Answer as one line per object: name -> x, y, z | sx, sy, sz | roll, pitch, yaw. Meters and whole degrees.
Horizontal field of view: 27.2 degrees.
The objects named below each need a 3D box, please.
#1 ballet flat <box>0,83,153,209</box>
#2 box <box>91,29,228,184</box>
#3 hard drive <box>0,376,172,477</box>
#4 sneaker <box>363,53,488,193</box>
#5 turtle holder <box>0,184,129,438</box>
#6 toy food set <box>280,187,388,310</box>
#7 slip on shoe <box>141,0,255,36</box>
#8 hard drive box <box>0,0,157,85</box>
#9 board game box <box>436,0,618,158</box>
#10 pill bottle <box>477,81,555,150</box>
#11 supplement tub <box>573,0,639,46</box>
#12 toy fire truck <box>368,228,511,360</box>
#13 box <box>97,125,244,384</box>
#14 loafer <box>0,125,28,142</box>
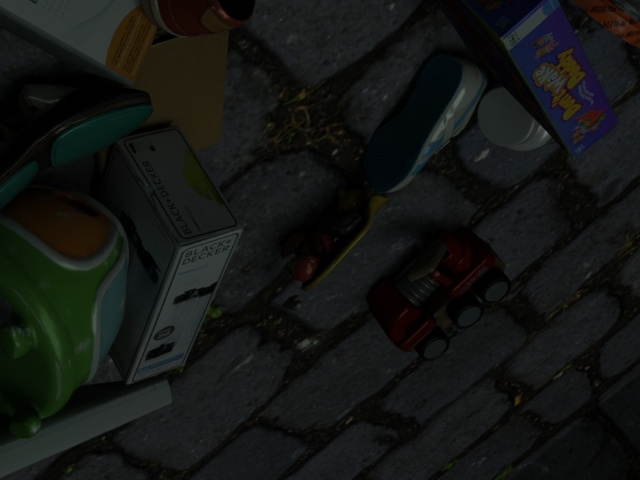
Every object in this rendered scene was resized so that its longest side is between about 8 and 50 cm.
ballet flat -> -0.305, -0.107, 1.376 | 0.280, 0.096, 0.095 | -37, 172, -29
box -> -0.184, -0.162, 1.527 | 0.164, 0.021, 0.201 | -22, 146, -24
hard drive -> -0.378, 0.236, 1.632 | 0.233, 0.047, 0.353 | -10, -177, 28
sneaker -> 0.148, -0.152, 1.828 | 0.092, 0.087, 0.228 | 0, 135, -50
turtle holder -> -0.323, 0.085, 1.497 | 0.227, 0.243, 0.320 | -46, 136, -39
toy food set -> 0.000, 0.000, 1.879 | 0.218, 0.071, 0.128 | -48, -173, -1
slip on shoe -> -0.075, -0.346, 1.215 | 0.123, 0.101, 0.331 | 9, 96, -56
hard drive box -> -0.235, -0.268, 1.197 | 0.232, 0.089, 0.181 | 25, 87, -57
board game box -> 0.227, -0.263, 1.612 | 0.078, 0.233, 0.347 | -41, 149, 6
pill bottle -> 0.297, -0.185, 1.869 | 0.112, 0.112, 0.187 | -54, 162, 27
supplement tub -> 0.454, -0.415, 1.682 | 0.194, 0.193, 0.316 | 8, 128, -51
toy fire truck -> 0.167, 0.073, 2.115 | 0.217, 0.158, 0.246 | -44, 138, 12
box -> -0.202, 0.022, 1.588 | 0.087, 0.169, 0.290 | -17, 149, -32
loafer -> -0.357, -0.074, 1.425 | 0.170, 0.061, 0.062 | -22, 146, -25
